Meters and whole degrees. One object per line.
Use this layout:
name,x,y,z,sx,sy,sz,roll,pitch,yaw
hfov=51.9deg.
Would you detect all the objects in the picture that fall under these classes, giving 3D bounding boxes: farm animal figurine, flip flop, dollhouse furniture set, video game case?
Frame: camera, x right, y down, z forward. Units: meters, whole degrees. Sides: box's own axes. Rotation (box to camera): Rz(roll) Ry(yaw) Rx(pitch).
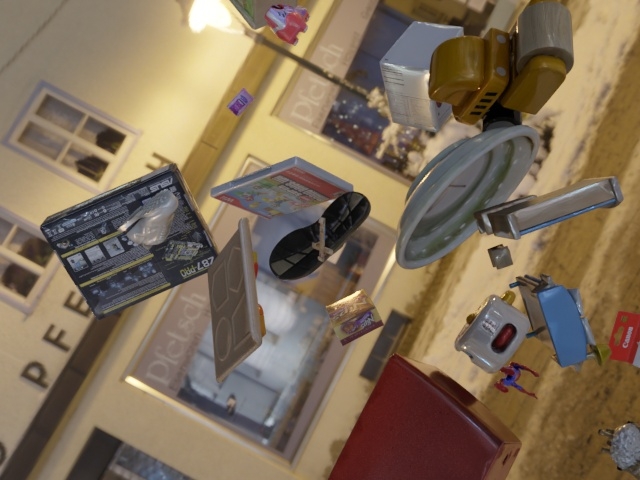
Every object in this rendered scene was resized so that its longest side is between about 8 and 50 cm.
farm animal figurine,0.832,0.580,1.584,0.172,0.330,0.326,10,103,60
flip flop,0.005,-0.004,1.518,0.277,0.112,0.080,-42,-24,-2
dollhouse furniture set,0.458,0.059,1.237,0.198,0.303,0.286,-19,3,1
video game case,-0.093,-0.118,1.566,0.285,0.204,0.025,-15,66,39

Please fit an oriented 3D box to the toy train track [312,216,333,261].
toy train track,0.000,0.000,1.160,0.014,0.048,0.083,-25,-55,-45

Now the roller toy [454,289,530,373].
roller toy,0.463,0.249,1.793,0.191,0.146,0.209,-43,-14,-50

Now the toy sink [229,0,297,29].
toy sink,-0.151,-0.630,1.636,0.131,0.153,0.234,-29,-20,-16

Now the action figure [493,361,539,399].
action figure,0.661,0.463,2.165,0.280,0.139,0.091,12,-80,-68

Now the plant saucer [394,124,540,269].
plant saucer,0.292,-0.109,1.416,0.400,0.100,0.400,-33,-25,-17

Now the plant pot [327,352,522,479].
plant pot,0.217,0.396,1.230,0.267,0.236,0.267,30,-94,-57

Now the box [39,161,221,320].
box,-0.513,0.005,1.827,0.395,0.318,0.097,-24,22,0

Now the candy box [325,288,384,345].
candy box,0.079,0.178,1.559,0.109,0.053,0.186,-27,12,-1

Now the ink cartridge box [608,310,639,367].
ink cartridge box,0.855,0.268,1.717,0.045,0.179,0.145,-75,-6,-74

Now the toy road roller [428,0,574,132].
toy road roller,0.389,-0.391,1.484,0.329,0.241,0.202,123,158,-61

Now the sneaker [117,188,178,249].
sneaker,-0.387,-0.046,1.556,0.235,0.095,0.090,-22,25,50

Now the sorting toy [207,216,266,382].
sorting toy,-0.126,0.094,0.991,0.208,0.038,0.193,129,138,-54

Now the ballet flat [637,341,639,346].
ballet flat,0.687,0.166,1.127,0.409,0.147,0.147,-18,-26,-28

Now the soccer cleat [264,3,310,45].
soccer cleat,-0.080,-0.506,1.493,0.083,0.095,0.248,-47,20,19

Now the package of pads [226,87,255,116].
package of pads,-0.253,-0.438,2.088,0.083,0.050,0.032,-47,12,1

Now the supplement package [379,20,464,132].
supplement package,0.282,-0.436,1.749,0.194,0.149,0.203,-53,-36,-27
